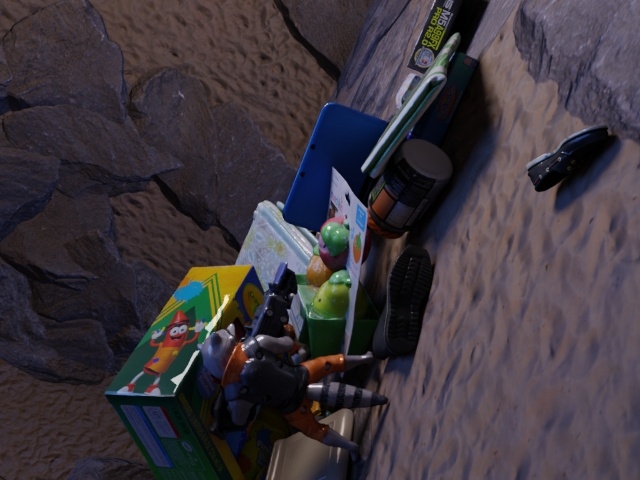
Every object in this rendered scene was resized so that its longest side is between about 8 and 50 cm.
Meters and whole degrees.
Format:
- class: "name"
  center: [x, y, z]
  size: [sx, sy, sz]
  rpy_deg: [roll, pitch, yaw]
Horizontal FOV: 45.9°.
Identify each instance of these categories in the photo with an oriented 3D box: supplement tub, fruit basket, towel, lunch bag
- class: "supplement tub"
  center: [0.167, -0.096, 1.483]
  size: [0.117, 0.117, 0.190]
  rpy_deg: [-79, 15, -44]
- class: "fruit basket"
  center: [0.026, 0.055, 1.572]
  size: [0.327, 0.165, 0.353]
  rpy_deg: [-117, 27, -67]
- class: "towel"
  center: [0.185, -0.266, 1.466]
  size: [0.248, 0.038, 0.325]
  rpy_deg: [-55, 2, 29]
- class: "towel"
  center: [-0.100, 0.112, 2.060]
  size: [0.374, 0.090, 0.320]
  rpy_deg: [48, 127, 35]
- class: "lunch bag"
  center: [0.201, -0.323, 1.671]
  size: [0.083, 0.053, 0.071]
  rpy_deg: [-57, 11, 11]

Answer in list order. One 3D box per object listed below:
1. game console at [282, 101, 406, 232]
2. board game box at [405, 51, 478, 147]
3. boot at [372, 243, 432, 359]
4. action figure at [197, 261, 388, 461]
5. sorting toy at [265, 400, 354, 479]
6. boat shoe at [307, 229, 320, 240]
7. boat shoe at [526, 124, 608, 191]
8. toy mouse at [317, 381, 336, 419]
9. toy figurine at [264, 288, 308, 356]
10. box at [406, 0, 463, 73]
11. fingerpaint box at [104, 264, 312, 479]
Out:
- class: "game console"
  center: [0.067, -0.161, 1.761]
  size: [0.293, 0.173, 0.250]
  rpy_deg: [-67, -11, 16]
- class: "board game box"
  center: [0.255, -0.299, 1.623]
  size: [0.160, 0.047, 0.210]
  rpy_deg: [-109, 42, -75]
- class: "boot"
  center: [0.136, 0.116, 1.369]
  size: [0.137, 0.077, 0.198]
  rpy_deg: [124, 166, -68]
- class: "action figure"
  center: [-0.052, 0.209, 1.348]
  size: [0.178, 0.330, 0.341]
  rpy_deg: [164, 122, -70]
- class: "sorting toy"
  center: [-0.017, 0.429, 1.449]
  size: [0.196, 0.047, 0.347]
  rpy_deg: [-30, 26, 27]
- class: "boat shoe"
  center: [0.000, 0.000, 2.200]
  size: [0.324, 0.097, 0.116]
  rpy_deg: [-83, 17, -52]
- class: "boat shoe"
  center: [0.316, -0.103, 0.956]
  size: [0.133, 0.049, 0.042]
  rpy_deg: [-41, 57, 55]
- class: "toy mouse"
  center: [0.004, 0.399, 1.580]
  size: [0.143, 0.031, 0.161]
  rpy_deg: [-80, 15, -48]
- class: "toy figurine"
  center: [-0.080, 0.238, 1.837]
  size: [0.209, 0.148, 0.213]
  rpy_deg: [-110, 34, -55]
- class: "box"
  center: [0.270, -0.495, 1.760]
  size: [0.270, 0.060, 0.216]
  rpy_deg: [-62, -5, -77]
- class: "fingerpaint box"
  center: [-0.195, 0.334, 1.549]
  size: [0.371, 0.163, 0.445]
  rpy_deg: [-62, -38, -49]
